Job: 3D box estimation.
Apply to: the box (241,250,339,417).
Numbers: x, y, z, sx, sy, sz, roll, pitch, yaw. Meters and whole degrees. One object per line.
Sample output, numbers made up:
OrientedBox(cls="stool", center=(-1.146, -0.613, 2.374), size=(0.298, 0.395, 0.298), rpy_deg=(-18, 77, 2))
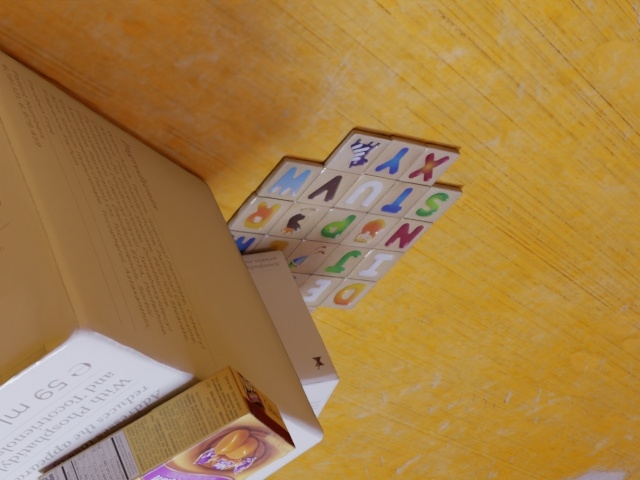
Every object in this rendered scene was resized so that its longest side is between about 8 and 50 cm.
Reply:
OrientedBox(cls="box", center=(-0.104, 0.124, 1.652), size=(0.181, 0.182, 0.119), rpy_deg=(-7, 146, -28))

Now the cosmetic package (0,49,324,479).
OrientedBox(cls="cosmetic package", center=(-0.268, 0.091, 1.356), size=(0.329, 0.327, 0.393), rpy_deg=(-36, 149, 14))

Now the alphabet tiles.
OrientedBox(cls="alphabet tiles", center=(0.000, 0.000, 1.730), size=(0.285, 0.011, 0.342), rpy_deg=(7, 136, -44))

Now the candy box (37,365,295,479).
OrientedBox(cls="candy box", center=(-0.125, 0.185, 1.240), size=(0.186, 0.053, 0.109), rpy_deg=(-30, 150, 7))
